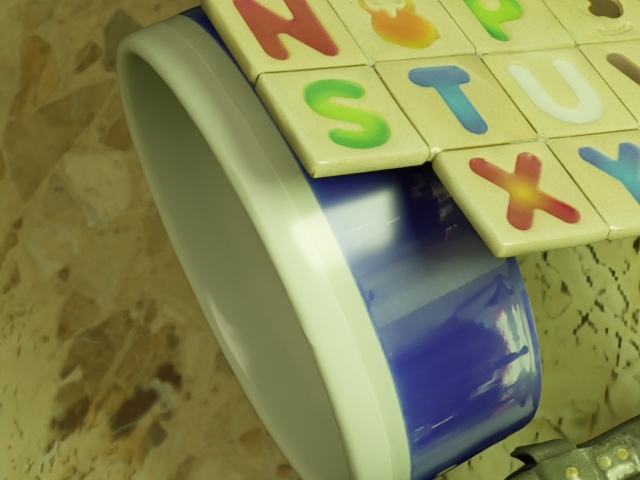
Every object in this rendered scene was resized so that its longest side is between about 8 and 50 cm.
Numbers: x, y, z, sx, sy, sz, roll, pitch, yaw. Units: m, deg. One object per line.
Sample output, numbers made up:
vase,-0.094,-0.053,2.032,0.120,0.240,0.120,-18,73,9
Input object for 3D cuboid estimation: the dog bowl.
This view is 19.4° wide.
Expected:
dog bowl,0.000,0.000,0.937,0.104,0.265,0.265,-26,63,-12

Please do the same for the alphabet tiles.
alphabet tiles,0.068,-0.125,0.881,0.285,0.011,0.342,-8,49,-30

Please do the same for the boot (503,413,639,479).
boot,0.068,0.172,0.928,0.229,0.263,0.091,-19,70,-25
